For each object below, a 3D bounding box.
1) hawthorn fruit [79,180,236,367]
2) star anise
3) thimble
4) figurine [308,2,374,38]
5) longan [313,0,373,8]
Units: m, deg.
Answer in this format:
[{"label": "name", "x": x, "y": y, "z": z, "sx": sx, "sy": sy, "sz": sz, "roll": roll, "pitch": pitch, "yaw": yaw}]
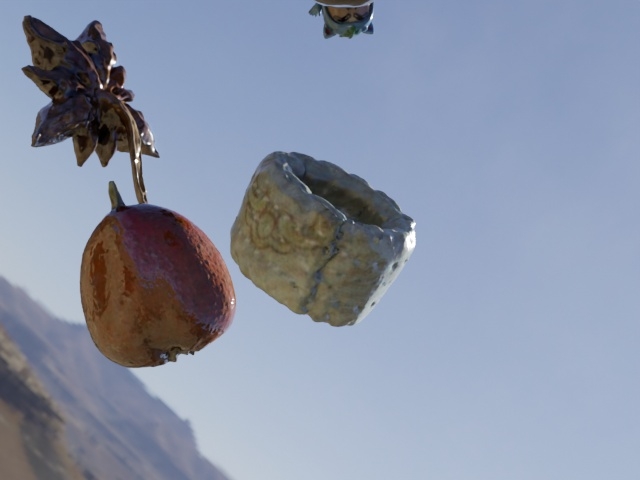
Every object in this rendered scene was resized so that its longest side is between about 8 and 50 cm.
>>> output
[{"label": "hawthorn fruit", "x": -0.222, "y": 0.039, "z": 1.571, "sx": 0.199, "sy": 0.199, "sz": 0.251, "roll": 4, "pitch": -65, "yaw": 70}, {"label": "star anise", "x": -0.384, "y": -0.233, "z": 2.076, "sx": 0.292, "sy": 0.349, "sz": 0.109, "roll": 11, "pitch": -25, "yaw": -41}, {"label": "thimble", "x": 0.000, "y": 0.000, "z": 1.999, "sx": 0.292, "sy": 0.195, "sz": 0.291, "roll": 23, "pitch": 21, "yaw": -10}, {"label": "figurine", "x": 0.048, "y": -0.469, "z": 2.257, "sx": 0.144, "sy": 0.114, "sz": 0.178, "roll": 129, "pitch": -43, "yaw": -60}, {"label": "longan", "x": 0.019, "y": -0.533, "z": 2.030, "sx": 0.300, "sy": 0.243, "sz": 0.300, "roll": 44, "pitch": -8, "yaw": 8}]
